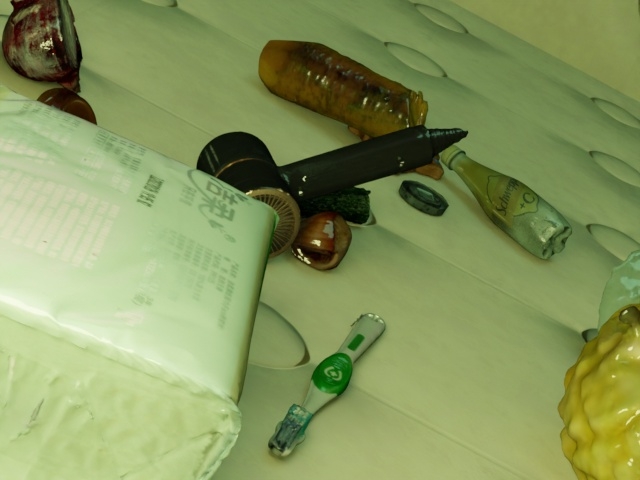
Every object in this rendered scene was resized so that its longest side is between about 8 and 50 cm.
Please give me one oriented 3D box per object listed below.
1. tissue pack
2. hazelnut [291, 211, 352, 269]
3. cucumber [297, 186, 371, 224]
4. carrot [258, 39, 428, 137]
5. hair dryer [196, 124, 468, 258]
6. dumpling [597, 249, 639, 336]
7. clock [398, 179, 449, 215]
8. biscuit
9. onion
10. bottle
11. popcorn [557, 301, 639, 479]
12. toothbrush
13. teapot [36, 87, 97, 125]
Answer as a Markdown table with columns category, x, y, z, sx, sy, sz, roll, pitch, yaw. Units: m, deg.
| category | x | y | z | sx | sy | sz | roll | pitch | yaw |
| --- | --- | --- | --- | --- | --- | --- | --- | --- | --- |
| tissue pack | -0.229 | 0.055 | 1.240 | 0.331 | 0.205 | 0.405 | 25 | 22 | -8 |
| hazelnut | 0.000 | 0.000 | 1.803 | 0.086 | 0.086 | 0.086 | 24 | 23 | -10 |
| cucumber | -0.003 | -0.057 | 1.936 | 0.187 | 0.058 | 0.058 | 3 | 33 | -46 |
| carrot | 0.040 | -0.250 | 2.297 | 0.301 | 0.114 | 0.114 | 25 | 21 | 18 |
| hair dryer | 0.021 | -0.099 | 1.797 | 0.352 | 0.107 | 0.189 | -16 | 33 | -9 |
| dumpling | 0.558 | 0.176 | 1.922 | 0.320 | 0.270 | 0.212 | 15 | -13 | 40 |
| clock | 0.164 | -0.068 | 2.203 | 0.085 | 0.017 | 0.085 | 23 | 23 | -10 |
| biscuit | 0.135 | -0.171 | 2.377 | 0.183 | 0.043 | 0.280 | 30 | 25 | -2 |
| onion | -0.390 | -0.273 | 1.914 | 0.098 | 0.151 | 0.206 | -10 | 16 | -3 |
| bottle | 0.297 | -0.072 | 2.279 | 0.083 | 0.083 | 0.269 | -1 | 35 | -50 |
| popcorn | 0.458 | 0.216 | 1.598 | 0.349 | 0.349 | 0.382 | 55 | -4 | 48 |
| toothbrush | 0.014 | 0.152 | 1.543 | 0.042 | 0.040 | 0.418 | 30 | 18 | 7 |
| teapot | -0.332 | -0.134 | 1.716 | 0.098 | 0.078 | 0.129 | 62 | 26 | -25 |
